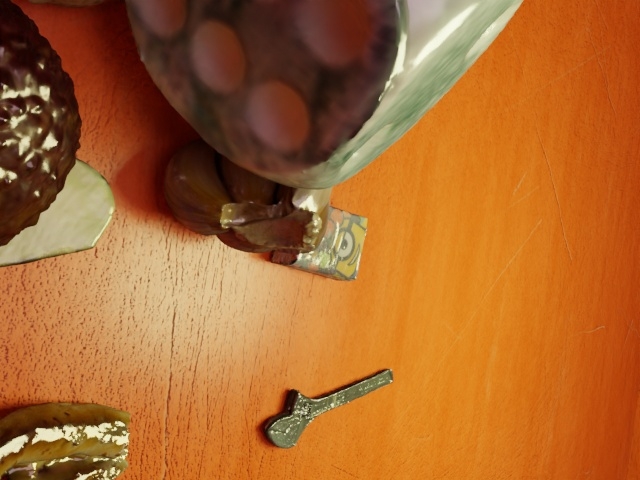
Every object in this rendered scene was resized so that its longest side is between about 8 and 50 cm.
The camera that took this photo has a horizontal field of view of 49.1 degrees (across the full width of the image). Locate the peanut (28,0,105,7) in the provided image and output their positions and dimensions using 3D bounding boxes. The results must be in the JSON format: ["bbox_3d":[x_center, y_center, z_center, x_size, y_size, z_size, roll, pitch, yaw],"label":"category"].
[{"bbox_3d":[-0.246,-0.337,0.775,0.103,0.098,0.229,28,68,-1],"label":"peanut"}]

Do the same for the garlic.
[{"bbox_3d":[-0.088,-0.057,0.936,0.160,0.214,0.191,83,6,-47],"label":"garlic"}]

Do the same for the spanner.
[{"bbox_3d":[0.026,0.271,1.186,0.326,0.026,0.093,-9,102,-47],"label":"spanner"}]

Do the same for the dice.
[{"bbox_3d":[0.007,-0.279,0.788,0.328,0.330,0.348,45,39,5],"label":"dice"}]

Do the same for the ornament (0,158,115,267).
[{"bbox_3d":[-0.336,-0.041,0.747,0.201,0.059,0.180,46,63,-36],"label":"ornament"}]

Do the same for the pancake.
[{"bbox_3d":[-0.289,0.293,0.754,0.266,0.057,0.244,17,52,-53],"label":"pancake"}]

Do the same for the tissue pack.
[{"bbox_3d":[0.000,0.000,1.099,0.148,0.060,0.108,17,82,-45],"label":"tissue pack"}]

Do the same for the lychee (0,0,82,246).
[{"bbox_3d":[-0.323,-0.096,0.556,0.261,0.261,0.260,-7,100,-46],"label":"lychee"}]
